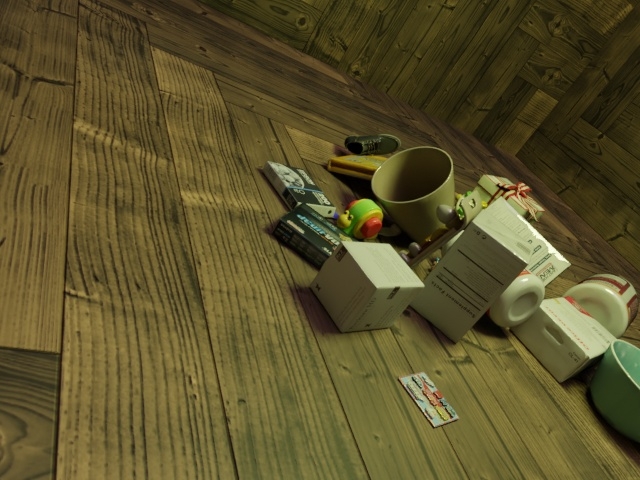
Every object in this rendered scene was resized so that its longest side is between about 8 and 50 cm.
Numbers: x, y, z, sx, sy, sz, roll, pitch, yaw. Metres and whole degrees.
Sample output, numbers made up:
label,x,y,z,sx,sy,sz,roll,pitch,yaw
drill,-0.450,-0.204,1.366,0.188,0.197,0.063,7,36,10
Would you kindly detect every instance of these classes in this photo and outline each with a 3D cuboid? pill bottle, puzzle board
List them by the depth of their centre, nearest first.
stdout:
label,x,y,z,sx,sy,sz,roll,pitch,yaw
puzzle board,0.236,0.341,1.208,0.096,0.011,0.128,4,38,-46
pill bottle,0.512,0.104,1.703,0.181,0.181,0.323,14,24,-34
pill bottle,1.016,0.239,2.018,0.224,0.224,0.392,46,29,24

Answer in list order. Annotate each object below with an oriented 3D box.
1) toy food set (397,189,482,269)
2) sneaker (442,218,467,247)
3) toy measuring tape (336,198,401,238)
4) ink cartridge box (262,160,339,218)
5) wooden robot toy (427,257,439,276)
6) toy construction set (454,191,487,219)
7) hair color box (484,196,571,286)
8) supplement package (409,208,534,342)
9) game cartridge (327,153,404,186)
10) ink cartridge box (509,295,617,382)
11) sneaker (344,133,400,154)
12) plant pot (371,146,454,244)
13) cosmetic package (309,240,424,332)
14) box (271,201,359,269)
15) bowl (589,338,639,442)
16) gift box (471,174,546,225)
label,x,y,z,sx,sy,sz,roll,pitch,yaw
toy food set,0.317,-0.022,1.595,0.092,0.306,0.219,52,28,6
sneaker,0.530,-0.010,1.997,0.221,0.128,0.087,-4,44,-51
toy measuring tape,0.169,-0.066,1.706,0.330,0.121,0.121,0,42,-48
ink cartridge box,-0.046,-0.150,1.684,0.208,0.045,0.206,7,37,-45
wooden robot toy,0.363,0.118,1.685,0.079,0.076,0.173,-23,27,-15
toy construction set,0.464,-0.169,2.167,0.327,0.151,0.215,38,50,25
hair color box,0.715,0.026,2.042,0.347,0.174,0.105,50,-5,19
supplement package,0.403,0.093,1.494,0.175,0.293,0.177,39,27,11
game cartridge,0.219,-0.268,2.050,0.285,0.053,0.323,16,20,22
ink cartridge box,0.768,0.299,1.742,0.306,0.131,0.226,1,41,-45
sneaker,0.203,-0.361,2.160,0.222,0.083,0.118,0,21,2
plant pot,0.327,-0.113,1.792,0.256,0.256,0.274,-110,173,-50
cosmetic package,0.108,0.106,1.303,0.183,0.151,0.151,2,40,-45
box,0.000,0.000,1.473,0.220,0.051,0.175,37,26,6
bowl,0.903,0.453,1.592,0.311,0.163,0.311,28,28,-16
gift box,0.752,-0.109,2.269,0.276,0.258,0.255,46,29,25
